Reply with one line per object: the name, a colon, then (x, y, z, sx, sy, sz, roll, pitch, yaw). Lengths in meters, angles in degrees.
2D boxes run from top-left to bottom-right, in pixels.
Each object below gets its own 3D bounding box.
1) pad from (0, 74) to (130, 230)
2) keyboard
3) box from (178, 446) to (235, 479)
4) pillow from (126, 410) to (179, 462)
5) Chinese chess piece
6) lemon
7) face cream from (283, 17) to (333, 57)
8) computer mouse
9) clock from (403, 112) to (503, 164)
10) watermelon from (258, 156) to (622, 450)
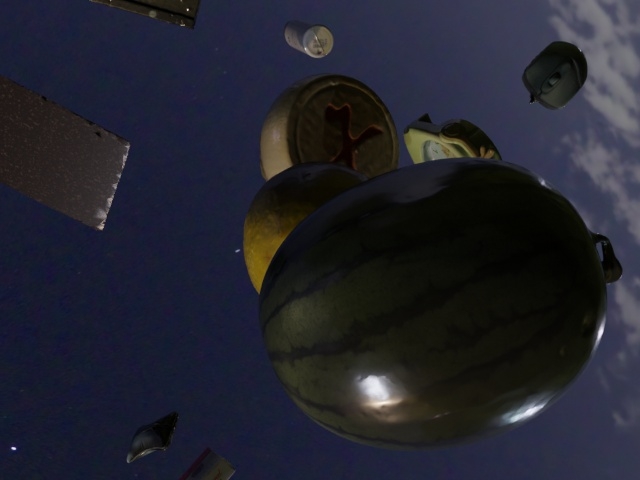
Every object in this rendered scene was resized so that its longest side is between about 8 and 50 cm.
pad: (-0.524, -0.169, 1.070, 0.330, 0.220, 0.004, 28, -148, -6)
keyboard: (-0.222, -0.273, 0.606, 0.196, 0.060, 0.018, 10, -137, -21)
box: (-0.243, 0.496, 1.231, 0.100, 0.152, 0.048, -43, -80, -24)
pillow: (-0.368, 0.434, 1.292, 0.055, 0.136, 0.091, 27, -140, -47)
Chinese chess piece: (0.023, -0.210, 1.348, 0.338, 0.140, 0.338, 1, -91, -33)
lemon: (0.001, 0.000, 1.043, 0.297, 0.297, 0.297, 12, -110, -35)
face cream: (-0.049, -0.605, 1.730, 0.092, 0.311, 0.092, -7, -65, -15)
computer mouse: (0.491, -0.349, 1.203, 0.113, 0.068, 0.229, 44, -124, 0)
clock: (0.333, -0.180, 1.376, 0.096, 0.308, 0.235, -35, -66, -12)
watermelon: (0.118, 0.058, 0.588, 0.279, 0.360, 0.278, -21, -90, -80)
